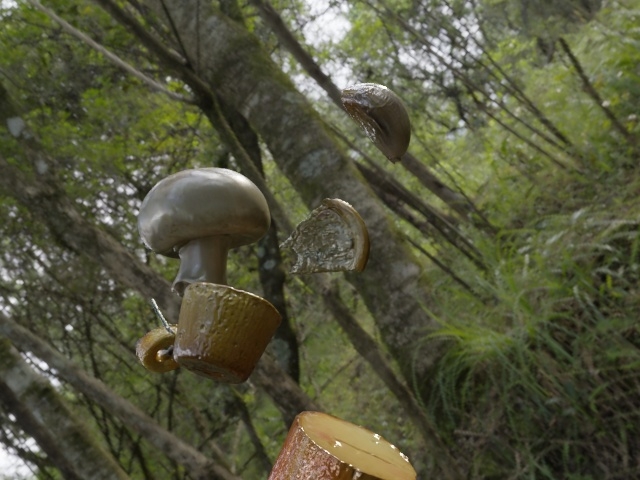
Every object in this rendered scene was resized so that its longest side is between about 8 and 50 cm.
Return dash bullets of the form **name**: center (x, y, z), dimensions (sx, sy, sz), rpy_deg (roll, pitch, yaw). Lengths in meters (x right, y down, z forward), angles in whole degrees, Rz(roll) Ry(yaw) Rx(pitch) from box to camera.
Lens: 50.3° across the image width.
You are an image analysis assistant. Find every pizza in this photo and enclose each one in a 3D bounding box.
- **pizza**: center (0.000, 0.000, 1.572), dimensions (0.262, 0.181, 0.034), rpy_deg (-14, -10, 36)

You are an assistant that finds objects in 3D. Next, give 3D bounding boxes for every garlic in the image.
- **garlic**: center (0.134, -0.255, 1.427), dimensions (0.101, 0.195, 0.087), rpy_deg (-14, 34, 53)

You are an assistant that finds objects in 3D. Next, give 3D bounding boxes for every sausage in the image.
- **sausage**: center (0.005, 0.468, 1.148), dimensions (0.287, 0.233, 0.233), rpy_deg (-65, -16, 4)

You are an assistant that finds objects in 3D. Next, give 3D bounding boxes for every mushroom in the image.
- **mushroom**: center (-0.254, -0.011, 1.535), dimensions (0.297, 0.290, 0.297), rpy_deg (-9, -11, -2)

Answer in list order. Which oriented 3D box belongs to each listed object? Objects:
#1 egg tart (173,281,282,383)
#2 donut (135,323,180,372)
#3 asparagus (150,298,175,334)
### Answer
- **egg tart**: center (-0.186, 0.184, 1.300), dimensions (0.202, 0.202, 0.147), rpy_deg (97, -172, -65)
- **donut**: center (-0.426, 0.302, 1.869), dimensions (0.151, 0.058, 0.152), rpy_deg (-15, -53, -21)
- **asparagus**: center (-0.404, 0.196, 1.729), dimensions (0.016, 0.163, 0.016), rpy_deg (23, -77, -40)
